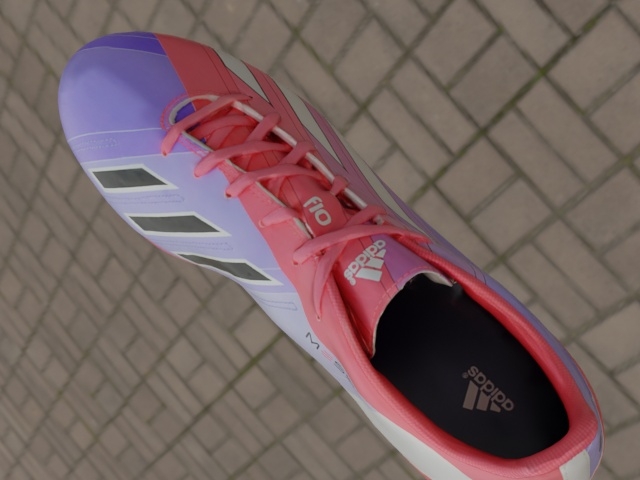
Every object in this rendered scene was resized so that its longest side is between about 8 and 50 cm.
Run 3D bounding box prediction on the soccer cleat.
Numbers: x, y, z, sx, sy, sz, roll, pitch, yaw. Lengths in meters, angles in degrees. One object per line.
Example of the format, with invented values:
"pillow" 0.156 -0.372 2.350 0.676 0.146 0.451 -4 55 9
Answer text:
"soccer cleat" 0.000 0.000 0.425 0.248 0.083 0.095 43 169 11
